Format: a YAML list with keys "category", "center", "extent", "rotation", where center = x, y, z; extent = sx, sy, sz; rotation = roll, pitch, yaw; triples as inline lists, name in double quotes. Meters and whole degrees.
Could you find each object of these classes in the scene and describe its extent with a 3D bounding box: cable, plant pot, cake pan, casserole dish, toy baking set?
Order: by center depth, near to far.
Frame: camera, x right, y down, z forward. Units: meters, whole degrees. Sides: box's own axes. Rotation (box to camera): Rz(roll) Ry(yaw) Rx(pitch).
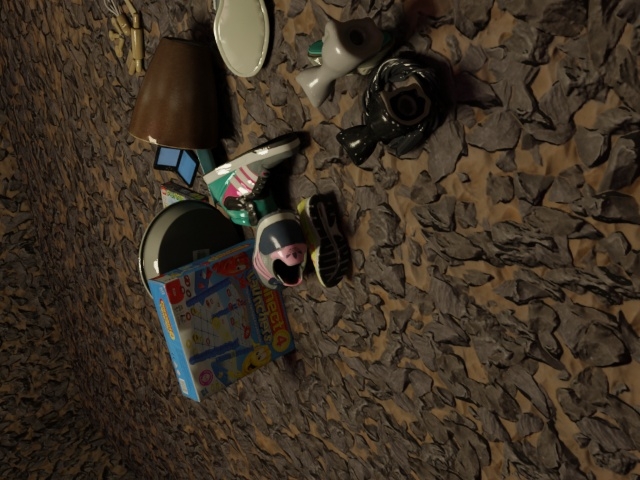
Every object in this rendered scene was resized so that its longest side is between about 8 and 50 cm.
- category: "cable"
  center: [0.142, -0.242, 1.122]
  extent: [0.150, 0.047, 0.184]
  rotation: [61, 146, 15]
- category: "plant pot"
  center: [-0.334, -0.356, 1.536]
  extent: [0.215, 0.215, 0.230]
  rotation: [28, 115, 40]
- category: "cake pan"
  center: [-0.313, 0.043, 1.631]
  extent: [0.054, 0.293, 0.293]
  rotation: [4, 112, 45]
- category: "casserole dish"
  center: [-0.281, -0.177, 1.652]
  extent: [0.114, 0.037, 0.188]
  rotation: [-149, 41, -80]
- category: "toy baking set"
  center: [-0.548, -0.591, 1.793]
  extent: [0.197, 0.030, 0.256]
  rotation: [40, 136, 31]

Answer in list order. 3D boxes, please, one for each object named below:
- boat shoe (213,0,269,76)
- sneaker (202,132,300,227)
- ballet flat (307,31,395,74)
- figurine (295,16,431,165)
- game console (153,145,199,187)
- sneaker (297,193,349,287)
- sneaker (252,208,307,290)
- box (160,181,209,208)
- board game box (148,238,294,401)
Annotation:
- category: "boat shoe"
  center: [-0.168, -0.505, 1.341]
  extent: [0.099, 0.116, 0.319]
  rotation: [-89, -7, -58]
- category: "sneaker"
  center: [-0.129, -0.118, 1.459]
  extent: [0.296, 0.124, 0.178]
  rotation: [-18, 104, 44]
- category: "ballet flat"
  center: [0.063, -0.329, 1.161]
  extent: [0.213, 0.072, 0.068]
  rotation: [15, 147, 48]
- category: "figurine"
  center: [0.053, -0.244, 1.099]
  extent: [0.215, 0.092, 0.209]
  rotation: [55, 152, -2]
- category: "game console"
  center: [-0.400, -0.211, 1.788]
  extent: [0.122, 0.107, 0.071]
  rotation: [121, 146, -48]
- category: "sneaker"
  center: [0.000, 0.000, 1.407]
  extent: [0.094, 0.082, 0.208]
  rotation: [4, 107, 59]
- category: "sneaker"
  center: [-0.087, 0.064, 1.442]
  extent: [0.319, 0.112, 0.131]
  rotation: [93, 157, -62]
- category: "box"
  center: [-0.387, -0.092, 1.862]
  extent: [0.207, 0.036, 0.114]
  rotation: [22, 125, 44]
- category: "board game box"
  center: [-0.235, 0.189, 1.603]
  extent: [0.086, 0.302, 0.308]
  rotation: [4, 113, 50]
